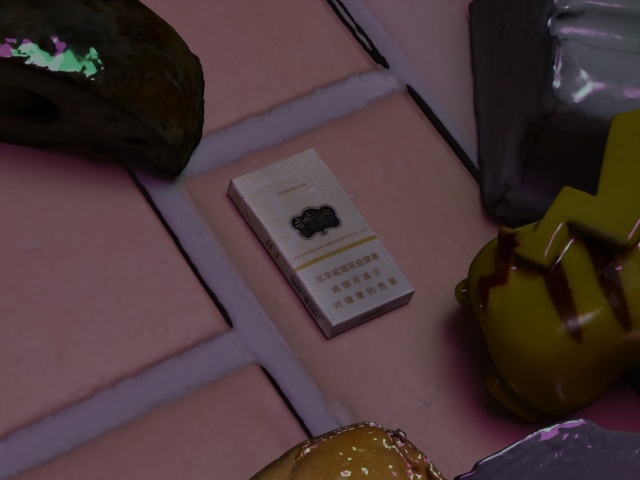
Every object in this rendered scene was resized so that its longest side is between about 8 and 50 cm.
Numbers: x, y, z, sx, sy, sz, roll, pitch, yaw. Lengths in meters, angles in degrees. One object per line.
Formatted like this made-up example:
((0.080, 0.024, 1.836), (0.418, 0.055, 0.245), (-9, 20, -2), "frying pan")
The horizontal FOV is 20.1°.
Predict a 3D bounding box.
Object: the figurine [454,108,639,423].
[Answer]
((0.264, 0.007, 1.464), (0.326, 0.169, 0.218), (-26, 67, 11), "figurine")

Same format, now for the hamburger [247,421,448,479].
((0.029, 0.245, 1.342), (0.213, 0.108, 0.214), (9, 54, -12), "hamburger")

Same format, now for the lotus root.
((-0.247, -0.175, 1.540), (0.314, 0.142, 0.210), (3, 54, -16), "lotus root")

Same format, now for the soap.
((0.370, -0.177, 1.676), (0.435, 0.213, 0.350), (5, 57, -13), "soap")

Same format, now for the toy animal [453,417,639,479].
((0.275, 0.249, 1.291), (0.302, 0.225, 0.284), (-23, 71, 14), "toy animal")

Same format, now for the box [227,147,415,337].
((0.000, 0.000, 1.559), (0.090, 0.024, 0.167), (-22, 64, -28), "box")
